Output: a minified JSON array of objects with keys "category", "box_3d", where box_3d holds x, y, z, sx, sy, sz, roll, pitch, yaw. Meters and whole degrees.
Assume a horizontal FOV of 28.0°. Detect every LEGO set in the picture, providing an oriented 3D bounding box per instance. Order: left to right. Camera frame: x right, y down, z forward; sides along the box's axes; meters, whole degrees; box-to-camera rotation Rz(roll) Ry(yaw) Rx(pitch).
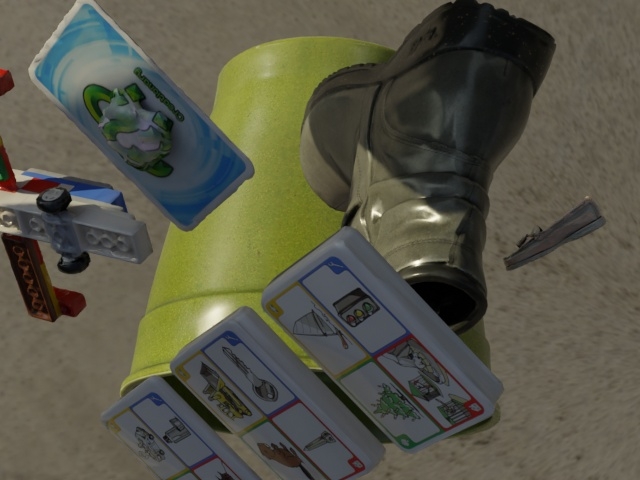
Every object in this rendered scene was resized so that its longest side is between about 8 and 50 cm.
[{"category":"LEGO set","box_3d":[-0.066,-0.007,0.474,0.244,0.060,0.182,45,137,-6]}]

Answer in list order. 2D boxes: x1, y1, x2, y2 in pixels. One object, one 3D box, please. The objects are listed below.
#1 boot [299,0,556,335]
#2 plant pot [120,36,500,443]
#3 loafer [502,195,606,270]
[{"category":"boot","box_3d":[0.027,-0.012,0.668,0.083,0.246,0.161,23,71,-13]},{"category":"plant pot","box_3d":[0.000,0.000,1.300,0.366,0.366,0.353,-3,70,17]},{"category":"loafer","box_3d":[0.260,-0.008,1.458,0.125,0.045,0.039,-27,88,10]}]
